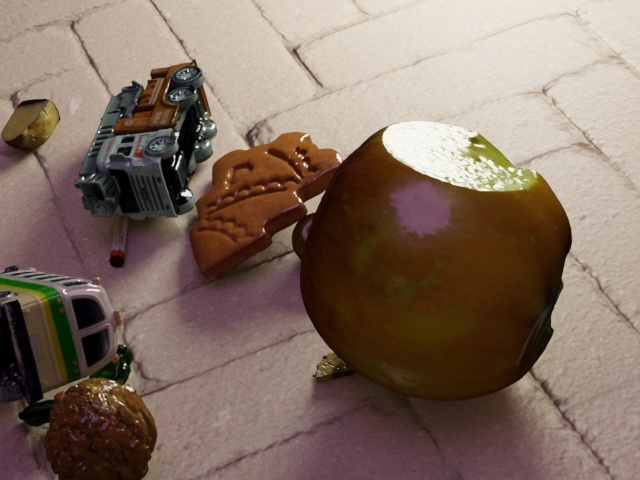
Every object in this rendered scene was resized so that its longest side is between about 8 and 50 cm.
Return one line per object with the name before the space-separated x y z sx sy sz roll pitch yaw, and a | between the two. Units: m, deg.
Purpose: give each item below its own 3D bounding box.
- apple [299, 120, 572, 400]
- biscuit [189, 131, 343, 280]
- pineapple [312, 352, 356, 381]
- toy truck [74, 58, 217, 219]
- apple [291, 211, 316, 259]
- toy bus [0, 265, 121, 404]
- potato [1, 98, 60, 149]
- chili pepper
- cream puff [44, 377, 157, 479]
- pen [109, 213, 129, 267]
apple | 0.168 0.024 1.746 0.374 0.374 0.384 19 57 26
biscuit | -0.107 -0.062 2.048 0.283 0.043 0.306 2 48 40
pineapple | 0.027 0.176 1.851 0.083 0.019 0.045 -15 50 -7
toy truck | -0.290 -0.153 2.143 0.184 0.133 0.338 -4 39 13
apple | 0.000 0.000 1.996 0.089 0.074 0.090 -5 46 5
toy bus | -0.421 0.120 1.827 0.179 0.143 0.305 -20 14 -34
potato | -0.512 -0.192 2.287 0.096 0.066 0.103 -1 49 43
chili pepper | -0.340 0.217 1.848 0.182 0.050 0.073 -32 55 -18
cream puff | -0.295 0.264 1.708 0.150 0.165 0.115 -28 10 23
pen | -0.325 -0.041 2.126 0.026 0.026 0.218 -6 44 3
